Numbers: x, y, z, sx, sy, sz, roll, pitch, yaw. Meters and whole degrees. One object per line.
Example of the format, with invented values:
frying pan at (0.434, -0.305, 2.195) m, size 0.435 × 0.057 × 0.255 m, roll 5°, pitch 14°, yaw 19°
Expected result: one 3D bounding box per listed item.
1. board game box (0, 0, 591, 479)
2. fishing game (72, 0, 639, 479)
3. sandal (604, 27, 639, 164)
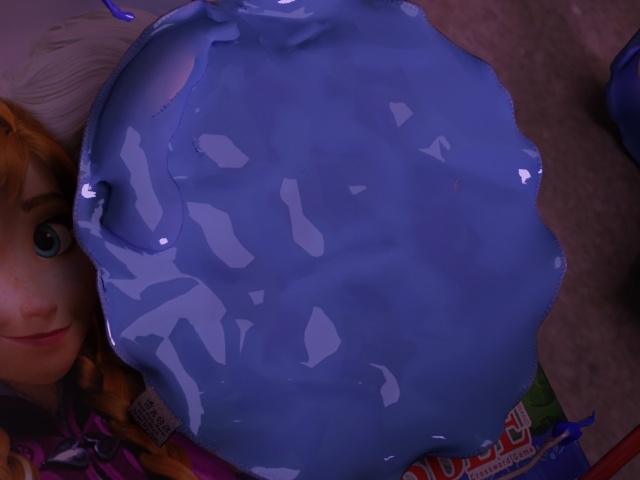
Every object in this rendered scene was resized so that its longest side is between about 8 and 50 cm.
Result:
board game box at (-0.081, 0.032, 0.643) m, size 0.318 × 0.066 × 0.318 m, roll -20°, pitch 79°, yaw -38°
fishing game at (0.000, 0.000, 0.646) m, size 0.189 × 0.041 × 0.264 m, roll -36°, pitch 96°, yaw -32°
sandal at (0.200, 0.015, 0.813) m, size 0.138 × 0.126 × 0.317 m, roll 5°, pitch 59°, yaw -20°
